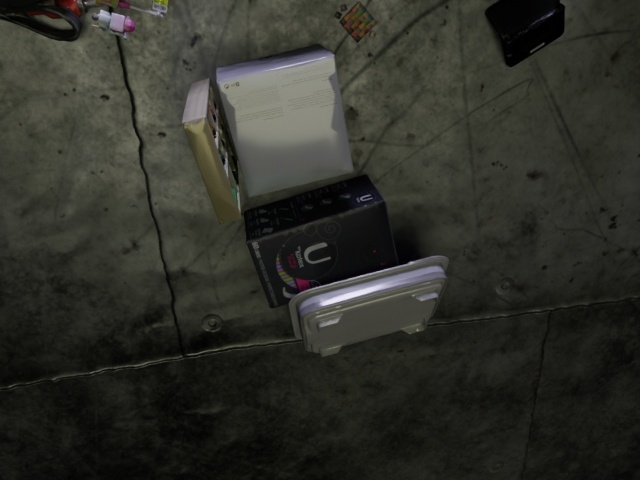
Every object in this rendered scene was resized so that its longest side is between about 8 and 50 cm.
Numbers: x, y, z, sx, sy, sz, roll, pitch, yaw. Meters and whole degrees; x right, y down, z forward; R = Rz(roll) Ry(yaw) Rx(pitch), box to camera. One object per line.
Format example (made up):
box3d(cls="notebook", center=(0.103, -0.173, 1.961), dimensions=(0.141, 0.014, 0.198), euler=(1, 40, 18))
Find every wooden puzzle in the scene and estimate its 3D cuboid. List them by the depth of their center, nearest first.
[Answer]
box3d(cls="wooden puzzle", center=(0.068, -0.392, 0.964), dimensions=(0.049, 0.006, 0.083), euler=(-43, 116, 12))

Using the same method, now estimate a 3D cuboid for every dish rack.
box3d(cls="dish rack", center=(0.108, 0.154, 1.129), dimensions=(0.333, 0.072, 0.285), euler=(-13, 153, -6))

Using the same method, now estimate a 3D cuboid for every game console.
box3d(cls="game console", center=(0.386, -0.410, 1.011), dimensions=(0.122, 0.071, 0.107), euler=(-32, 148, 7))

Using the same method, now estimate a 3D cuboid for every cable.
box3d(cls="cable", center=(-0.498, -0.381, 0.856), dimensions=(0.288, 0.072, 0.139), euler=(-6, 135, 6))

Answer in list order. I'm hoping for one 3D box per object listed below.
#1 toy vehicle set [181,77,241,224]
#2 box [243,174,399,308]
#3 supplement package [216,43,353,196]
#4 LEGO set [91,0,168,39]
box3d(cls="toy vehicle set", center=(-0.177, -0.158, 0.892), dimensions=(0.035, 0.266, 0.165), euler=(-16, 120, -2))
box3d(cls="box", center=(0.000, 0.000, 1.074), dimensions=(0.271, 0.143, 0.165), euler=(-18, 119, -2))
box3d(cls="supplement package", center=(-0.063, -0.215, 0.949), dimensions=(0.194, 0.149, 0.203), euler=(-14, 118, -3))
box3d(cls="LEGO set", center=(-0.268, -0.450, 0.814), dimensions=(0.107, 0.132, 0.286), euler=(10, 109, -24))
